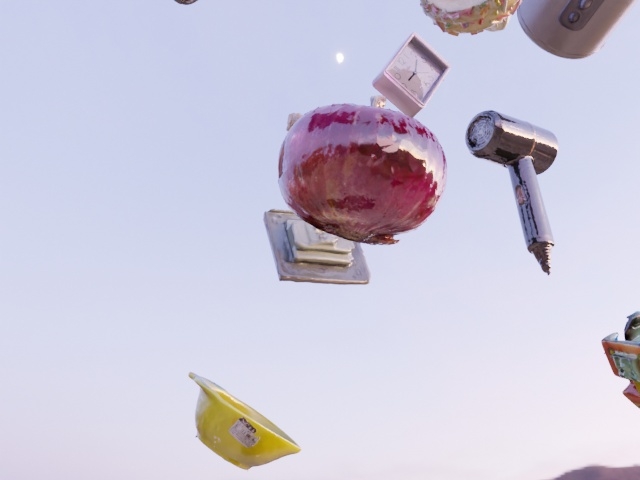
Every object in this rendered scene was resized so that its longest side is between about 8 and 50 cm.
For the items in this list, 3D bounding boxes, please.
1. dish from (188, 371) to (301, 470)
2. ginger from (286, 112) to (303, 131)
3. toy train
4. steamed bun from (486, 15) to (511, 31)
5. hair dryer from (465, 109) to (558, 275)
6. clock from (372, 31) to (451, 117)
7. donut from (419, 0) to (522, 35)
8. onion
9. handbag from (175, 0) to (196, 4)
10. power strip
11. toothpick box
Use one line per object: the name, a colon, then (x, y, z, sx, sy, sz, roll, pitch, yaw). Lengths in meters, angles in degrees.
dish: (-0.133, 0.287, 0.922, 0.207, 0.080, 0.149, 31, -12, 8)
ginger: (0.022, -0.166, 1.354, 0.288, 0.089, 0.075, 52, -35, -11)
toy train: (0.372, 0.099, 0.590, 0.188, 0.099, 0.072, -23, -1, -13)
steamed bun: (0.423, -0.583, 1.516, 0.130, 0.091, 0.112, 30, -17, 36)
hair dryer: (0.411, -0.097, 1.241, 0.189, 0.352, 0.107, 11, -31, -29)
clock: (0.247, -0.441, 1.628, 0.150, 0.197, 0.063, 40, -29, -8)
donut: (0.239, -0.383, 0.936, 0.174, 0.175, 0.068, -14, -37, 24)
onion: (0.069, -0.122, 0.998, 0.256, 0.273, 0.230, -10, 0, -25)
handbag: (-0.149, -0.595, 1.041, 0.327, 0.325, 0.162, -34, -58, 26)
power strip: (0.000, 0.000, 1.246, 0.213, 0.198, 0.065, 2, -46, -24)
toothpick box: (0.558, -0.539, 1.228, 0.228, 0.229, 0.316, 5, -28, -11)
